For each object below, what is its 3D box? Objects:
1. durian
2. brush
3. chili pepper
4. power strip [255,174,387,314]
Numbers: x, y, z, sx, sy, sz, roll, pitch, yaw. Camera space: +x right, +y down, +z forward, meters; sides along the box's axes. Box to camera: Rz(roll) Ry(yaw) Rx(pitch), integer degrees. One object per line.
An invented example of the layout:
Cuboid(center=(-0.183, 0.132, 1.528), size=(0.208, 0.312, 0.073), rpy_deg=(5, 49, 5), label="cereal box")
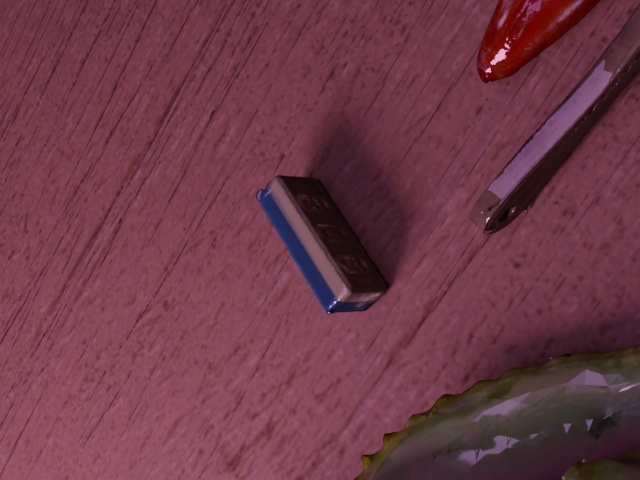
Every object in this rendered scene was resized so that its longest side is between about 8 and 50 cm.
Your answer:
Cuboid(center=(0.153, 0.148, 0.574), size=(0.352, 0.169, 0.158), rpy_deg=(-18, 78, 32), label="durian")
Cuboid(center=(0.218, -0.117, 0.611), size=(0.065, 0.070, 0.327), rpy_deg=(46, 114, 16), label="brush")
Cuboid(center=(0.157, -0.181, 0.655), size=(0.088, 0.065, 0.169), rpy_deg=(42, 114, 29), label="chili pepper")
Cuboid(center=(0.000, 0.000, 0.754), size=(0.032, 0.056, 0.123), rpy_deg=(-45, 64, 26), label="power strip")
